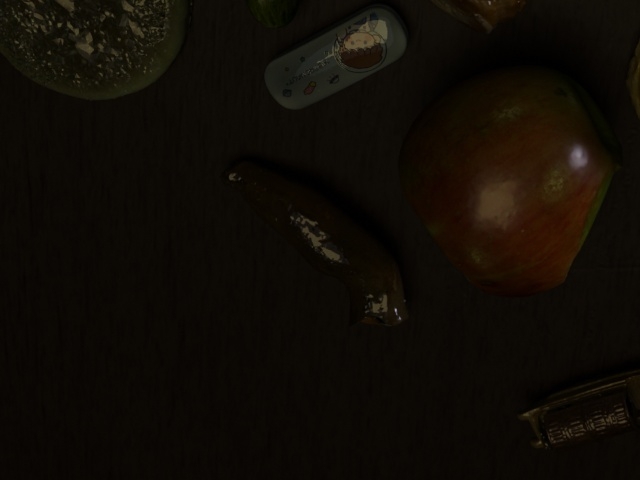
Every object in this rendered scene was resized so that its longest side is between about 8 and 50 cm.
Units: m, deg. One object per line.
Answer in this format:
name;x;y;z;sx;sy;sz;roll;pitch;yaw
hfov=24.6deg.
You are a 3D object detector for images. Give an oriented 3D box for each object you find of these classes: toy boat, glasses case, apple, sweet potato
toy boat;0.351;0.205;1.787;0.226;0.088;0.068;-20;110;23
glasses case;0.018;-0.208;1.673;0.178;0.045;0.067;-25;110;24
apple;0.213;-0.069;1.588;0.226;0.246;0.246;-35;105;10
sweet potato;-0.002;0.003;1.768;0.286;0.085;0.112;39;124;-7

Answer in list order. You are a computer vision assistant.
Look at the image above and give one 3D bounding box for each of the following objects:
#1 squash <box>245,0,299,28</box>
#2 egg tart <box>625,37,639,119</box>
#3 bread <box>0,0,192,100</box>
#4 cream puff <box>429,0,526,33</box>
squash;-0.062;-0.346;1.607;0.069;0.069;0.239;1;118;13
egg tart;0.421;-0.169;1.581;0.191;0.074;0.191;5;120;9
bread;-0.278;-0.281;1.711;0.267;0.040;0.267;6;118;11
cream puff;0.159;-0.289;1.556;0.144;0.126;0.103;38;89;2
